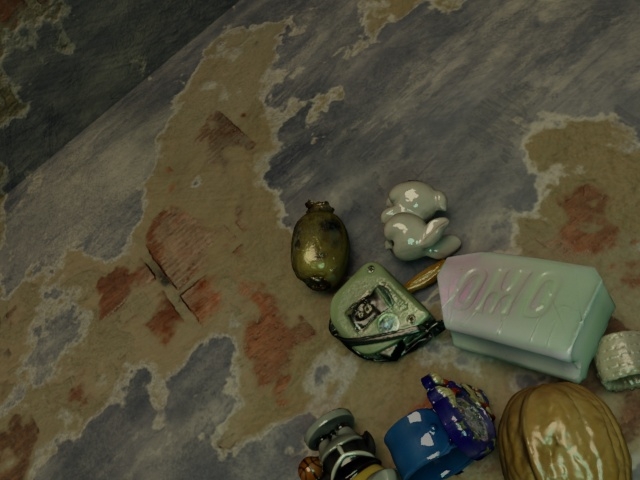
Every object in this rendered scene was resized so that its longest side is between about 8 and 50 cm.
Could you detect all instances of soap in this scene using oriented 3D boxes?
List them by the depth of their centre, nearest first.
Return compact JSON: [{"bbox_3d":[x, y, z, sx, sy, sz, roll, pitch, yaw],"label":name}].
[{"bbox_3d":[0.393,0.137,1.221,0.346,0.115,0.208,10,56,48],"label":"soap"}]

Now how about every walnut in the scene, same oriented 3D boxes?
[{"bbox_3d":[0.425,0.381,1.050,0.224,0.225,0.261,-15,59,16],"label":"walnut"}]

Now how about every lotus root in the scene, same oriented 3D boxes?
[{"bbox_3d":[0.002,-0.001,1.529,0.154,0.154,0.278,-12,52,18],"label":"lotus root"}]

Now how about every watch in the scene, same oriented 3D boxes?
[{"bbox_3d":[0.232,0.385,1.166,0.200,0.196,0.171,-45,39,20],"label":"watch"}]

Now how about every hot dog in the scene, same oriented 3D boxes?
[{"bbox_3d":[0.249,0.094,1.428,0.137,0.028,0.044,-33,26,-1],"label":"hot dog"}]

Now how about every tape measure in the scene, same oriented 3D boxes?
[{"bbox_3d":[0.135,0.183,1.359,0.207,0.115,0.235,-45,58,1],"label":"tape measure"}]

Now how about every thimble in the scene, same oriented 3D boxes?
[{"bbox_3d":[0.584,0.230,1.140,0.115,0.102,0.090,-18,56,16],"label":"thimble"}]

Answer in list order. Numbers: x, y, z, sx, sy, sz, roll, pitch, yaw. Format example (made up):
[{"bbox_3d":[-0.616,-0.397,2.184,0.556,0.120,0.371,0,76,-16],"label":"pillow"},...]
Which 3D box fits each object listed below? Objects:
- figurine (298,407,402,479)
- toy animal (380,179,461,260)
[{"bbox_3d":[0.060,0.476,1.204,0.176,0.133,0.236,-36,50,-6],"label":"figurine"},{"bbox_3d":[0.239,-0.046,1.462,0.178,0.127,0.193,-13,52,15],"label":"toy animal"}]
